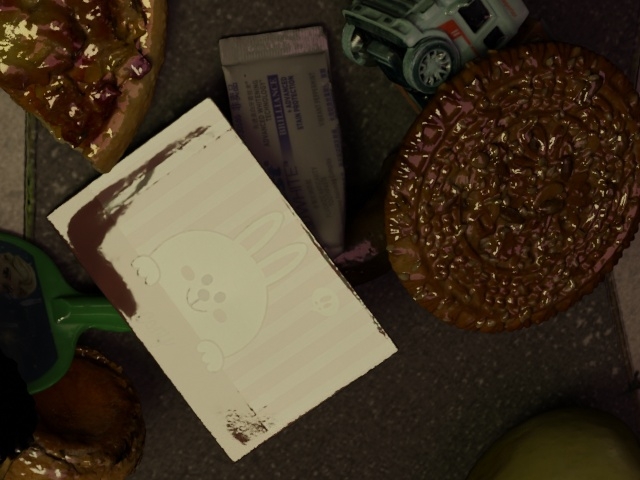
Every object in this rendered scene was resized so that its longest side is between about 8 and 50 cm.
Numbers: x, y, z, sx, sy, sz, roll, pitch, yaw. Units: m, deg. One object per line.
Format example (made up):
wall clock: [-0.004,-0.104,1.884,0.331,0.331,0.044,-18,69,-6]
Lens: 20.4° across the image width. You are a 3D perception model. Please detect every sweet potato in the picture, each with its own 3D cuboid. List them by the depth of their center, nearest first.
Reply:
sweet potato: [-0.001,0.001,1.771,0.285,0.085,0.112,-21,89,-5]

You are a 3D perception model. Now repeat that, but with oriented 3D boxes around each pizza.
pizza: [-0.239,-0.191,1.565,0.228,0.081,0.289,-2,114,-24]

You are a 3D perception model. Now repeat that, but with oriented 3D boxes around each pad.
pad: [-0.093,0.040,1.669,0.202,0.005,0.300,-35,95,11]

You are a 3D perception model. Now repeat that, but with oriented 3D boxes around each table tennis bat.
table tennis bat: [-0.261,0.067,1.656,0.257,0.039,0.160,1,69,-42]

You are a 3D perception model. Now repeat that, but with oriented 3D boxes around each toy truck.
toy truck: [0.166,-0.154,1.745,0.162,0.136,0.305,-47,126,-8]

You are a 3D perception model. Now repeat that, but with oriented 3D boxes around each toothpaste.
toothpaste: [-0.022,-0.061,1.694,0.099,0.068,0.282,-9,90,-50]

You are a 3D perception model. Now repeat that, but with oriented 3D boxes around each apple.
apple: [0.267,0.318,1.941,0.258,0.233,0.295,-40,141,11]

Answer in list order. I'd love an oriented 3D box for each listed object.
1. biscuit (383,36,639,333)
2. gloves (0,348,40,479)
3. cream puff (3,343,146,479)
biscuit: [0.196,-0.047,1.699,0.305,0.038,0.305,-11,116,-24]
gloves: [-0.387,0.207,1.561,0.356,0.155,0.203,-38,96,25]
cream puff: [-0.265,0.207,1.684,0.183,0.183,0.169,4,130,-27]
